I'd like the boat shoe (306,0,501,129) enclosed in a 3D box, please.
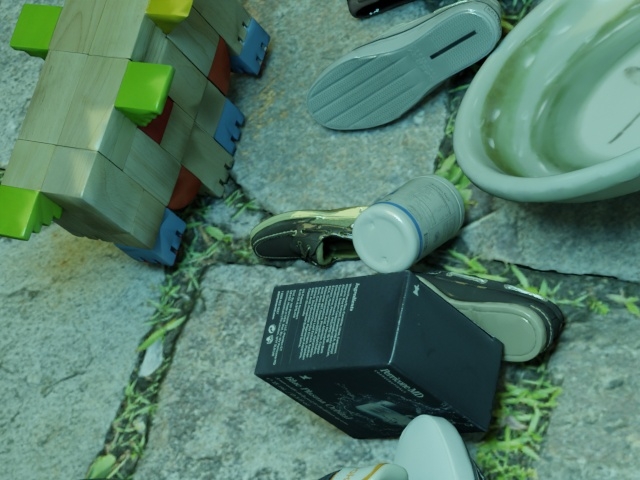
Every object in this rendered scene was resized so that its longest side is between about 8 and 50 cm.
[{"bbox_3d":[0.092,-0.181,1.777,0.226,0.083,0.076,-21,16,26],"label":"boat shoe"}]

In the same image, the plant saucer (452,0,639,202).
[{"bbox_3d":[0.313,-0.152,1.585,0.400,0.100,0.400,-30,26,17],"label":"plant saucer"}]

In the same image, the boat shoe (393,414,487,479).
[{"bbox_3d":[0.142,0.288,1.459,0.108,0.102,0.301,-51,44,42],"label":"boat shoe"}]

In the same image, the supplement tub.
[{"bbox_3d":[0.084,-0.016,1.649,0.071,0.071,0.107,10,24,29],"label":"supplement tub"}]

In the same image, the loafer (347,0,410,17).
[{"bbox_3d":[0.158,-0.285,1.798,0.302,0.109,0.095,0,80,32],"label":"loafer"}]

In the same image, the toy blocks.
[{"bbox_3d":[-0.175,-0.133,1.768,0.190,0.261,0.381,9,73,26],"label":"toy blocks"}]

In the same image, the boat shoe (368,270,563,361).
[{"bbox_3d":[0.133,0.066,1.630,0.206,0.075,0.065,12,24,36],"label":"boat shoe"}]

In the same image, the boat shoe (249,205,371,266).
[{"bbox_3d":[0.000,0.000,1.719,0.152,0.056,0.049,-10,53,19],"label":"boat shoe"}]

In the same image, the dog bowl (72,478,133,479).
[{"bbox_3d":[-0.207,0.411,1.467,0.408,0.150,0.408,-8,48,8],"label":"dog bowl"}]

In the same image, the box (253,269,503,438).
[{"bbox_3d":[0.053,0.106,1.548,0.158,0.156,0.093,-9,58,39],"label":"box"}]

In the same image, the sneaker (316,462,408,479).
[{"bbox_3d":[0.055,0.331,1.375,0.127,0.126,0.321,-35,63,36],"label":"sneaker"}]
